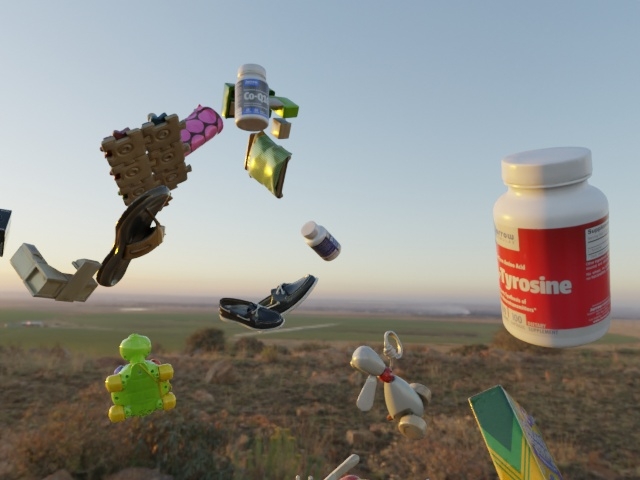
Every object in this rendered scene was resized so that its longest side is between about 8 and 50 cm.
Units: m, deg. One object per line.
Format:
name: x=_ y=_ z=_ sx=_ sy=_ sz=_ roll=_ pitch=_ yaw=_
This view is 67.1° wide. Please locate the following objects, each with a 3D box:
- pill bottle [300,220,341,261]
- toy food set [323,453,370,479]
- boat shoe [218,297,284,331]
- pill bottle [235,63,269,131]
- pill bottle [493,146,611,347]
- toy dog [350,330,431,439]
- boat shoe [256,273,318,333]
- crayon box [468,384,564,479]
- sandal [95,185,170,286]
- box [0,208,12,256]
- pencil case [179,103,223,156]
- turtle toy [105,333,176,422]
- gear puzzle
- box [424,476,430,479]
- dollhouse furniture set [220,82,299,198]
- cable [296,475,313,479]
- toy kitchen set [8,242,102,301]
pill bottle: x=0.000 y=0.000 z=1.323 sx=0.067 sy=0.067 sz=0.120 roll=-4 pitch=-37 yaw=40
toy food set: x=0.050 y=0.444 z=0.759 sx=0.128 sy=0.217 sz=0.071 roll=-36 pitch=8 yaw=-35
boat shoe: x=-0.124 y=0.127 z=0.856 sx=0.125 sy=0.038 sz=0.046 roll=10 pitch=35 yaw=21
pill bottle: x=-0.157 y=-0.327 z=1.108 sx=0.078 sy=0.137 sz=0.078 roll=-2 pitch=-11 yaw=0
pill bottle: x=0.511 y=0.010 z=1.074 sx=0.229 sy=0.407 sz=0.229 roll=-11 pitch=16 yaw=3
toy dog: x=0.203 y=0.471 z=1.514 sx=0.161 sy=0.333 sz=0.220 roll=-34 pitch=-6 yaw=37
boat shoe: x=-0.134 y=0.197 z=1.598 sx=0.302 sy=0.091 sz=0.114 roll=-42 pitch=8 yaw=20
crayon box: x=0.430 y=0.482 z=0.975 sx=0.083 sy=0.322 sz=0.203 roll=-33 pitch=-51 yaw=19
sandal: x=-0.277 y=0.003 z=0.739 sx=0.060 sy=0.219 sz=0.090 roll=37 pitch=26 yaw=-1
box: x=-0.515 y=-0.017 z=0.720 sx=0.083 sy=0.052 sz=0.062 roll=10 pitch=31 yaw=-28
pencil case: x=-0.369 y=-0.292 z=1.333 sx=0.095 sy=0.098 sz=0.209 roll=-16 pitch=26 yaw=46
turtle toy: x=-0.273 y=0.207 z=0.729 sx=0.095 sy=0.130 sz=0.066 roll=-6 pitch=14 yaw=-25
gear puzzle: x=-0.378 y=-0.159 z=1.081 sx=0.176 sy=0.044 sz=0.339 roll=-29 pitch=-18 yaw=-22
box: x=0.341 y=0.751 z=1.422 sx=0.018 sy=0.083 sz=0.067 roll=-31 pitch=16 yaw=-4
dollhouse furniture set: x=-0.197 y=-0.289 z=1.446 sx=0.152 sy=0.301 sz=0.197 roll=-9 pitch=38 yaw=-35
cable: x=-0.033 y=0.739 z=1.205 sx=0.140 sy=0.286 sz=0.072 roll=-12 pitch=-23 yaw=41
toy kitchen set: x=-0.349 y=0.033 z=0.655 sx=0.075 sy=0.068 sz=0.083 roll=42 pitch=4 yaw=23
